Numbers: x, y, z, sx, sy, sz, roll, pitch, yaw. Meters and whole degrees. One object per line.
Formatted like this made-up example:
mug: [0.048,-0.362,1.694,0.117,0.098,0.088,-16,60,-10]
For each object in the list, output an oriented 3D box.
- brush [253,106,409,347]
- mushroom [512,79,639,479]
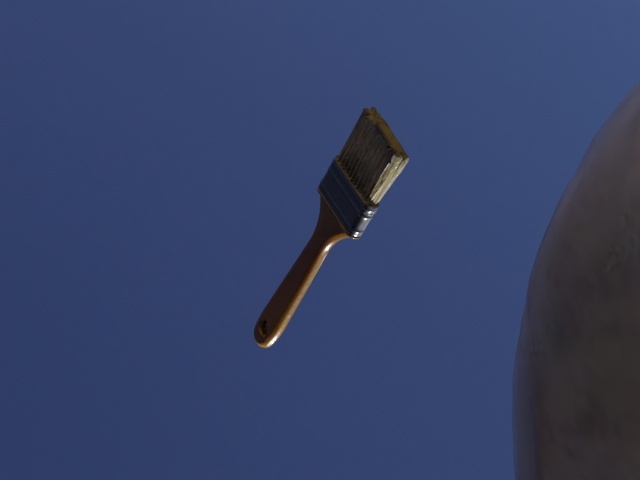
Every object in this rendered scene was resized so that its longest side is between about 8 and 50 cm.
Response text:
brush: [0.000,0.000,1.026,0.014,0.170,0.043,0,-135,-38]
mushroom: [0.173,0.066,0.436,0.297,0.297,0.290,38,-159,13]
